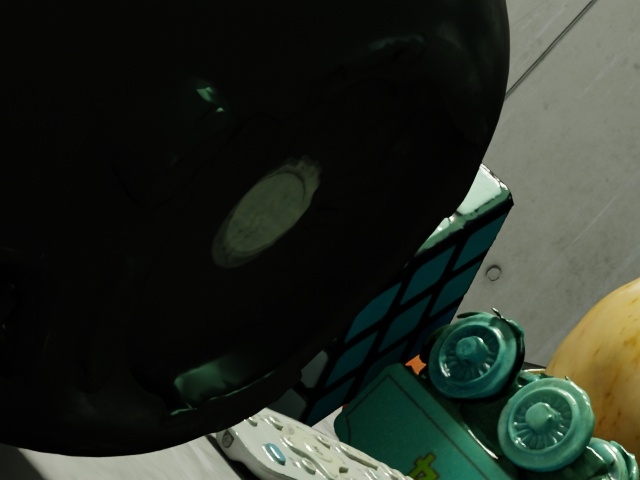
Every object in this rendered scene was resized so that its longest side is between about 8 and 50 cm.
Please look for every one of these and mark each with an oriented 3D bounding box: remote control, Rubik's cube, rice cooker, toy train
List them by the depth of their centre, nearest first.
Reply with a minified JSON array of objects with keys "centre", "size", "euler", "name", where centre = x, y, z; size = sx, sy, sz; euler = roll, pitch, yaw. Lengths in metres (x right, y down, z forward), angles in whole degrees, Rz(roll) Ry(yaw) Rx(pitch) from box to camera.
[{"centre":[-0.078,-0.066,0.634],"size":[0.224,0.267,0.267],"euler":[46,3,25],"name":"rice cooker"},{"centre":[0.021,0.146,1.104],"size":[0.229,0.044,0.073],"euler":[30,16,-43],"name":"remote control"},{"centre":[0.104,0.141,1.268],"size":[0.198,0.154,0.107],"euler":[45,-1,42],"name":"toy train"},{"centre":[0.000,0.000,1.296],"size":[0.163,0.162,0.160],"euler":[43,-39,17],"name":"Rubik's cube"}]

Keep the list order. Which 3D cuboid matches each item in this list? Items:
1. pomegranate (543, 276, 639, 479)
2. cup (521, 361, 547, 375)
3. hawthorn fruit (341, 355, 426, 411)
[{"centre":[0.336,0.213,1.605],"size":[0.411,0.411,0.411],"euler":[43,1,-1],"name":"pomegranate"},{"centre":[0.190,0.235,2.023],"size":[0.166,0.239,0.177],"euler":[-1,6,-12],"name":"cup"},{"centre":[0.076,0.140,1.459],"size":[0.128,0.128,0.128],"euler":[43,1,-1],"name":"hawthorn fruit"}]
